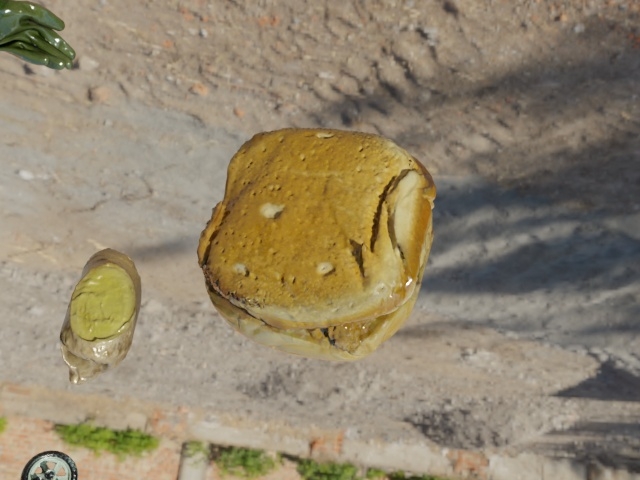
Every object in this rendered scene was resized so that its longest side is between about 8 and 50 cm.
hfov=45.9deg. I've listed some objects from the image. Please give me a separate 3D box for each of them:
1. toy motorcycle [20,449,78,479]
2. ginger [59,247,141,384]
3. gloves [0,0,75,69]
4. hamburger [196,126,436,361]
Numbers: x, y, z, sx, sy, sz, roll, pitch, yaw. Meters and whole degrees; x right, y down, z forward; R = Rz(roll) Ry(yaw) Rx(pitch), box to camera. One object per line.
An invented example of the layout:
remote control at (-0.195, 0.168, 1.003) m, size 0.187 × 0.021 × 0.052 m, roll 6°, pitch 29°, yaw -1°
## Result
toy motorcycle at (-0.429, 0.453, 1.067) m, size 0.169 × 0.315 × 0.113 m, roll 35°, pitch 140°, yaw 1°
ginger at (-0.410, 0.144, 1.426) m, size 0.130 × 0.275 × 0.221 m, roll 17°, pitch 152°, yaw -12°
gloves at (-0.629, -0.441, 1.565) m, size 0.268 × 0.135 × 0.107 m, roll 30°, pitch -168°, yaw -42°
hamburger at (-0.002, -0.005, 0.968) m, size 0.285 × 0.304 × 0.174 m, roll 12°, pitch 139°, yaw 12°
